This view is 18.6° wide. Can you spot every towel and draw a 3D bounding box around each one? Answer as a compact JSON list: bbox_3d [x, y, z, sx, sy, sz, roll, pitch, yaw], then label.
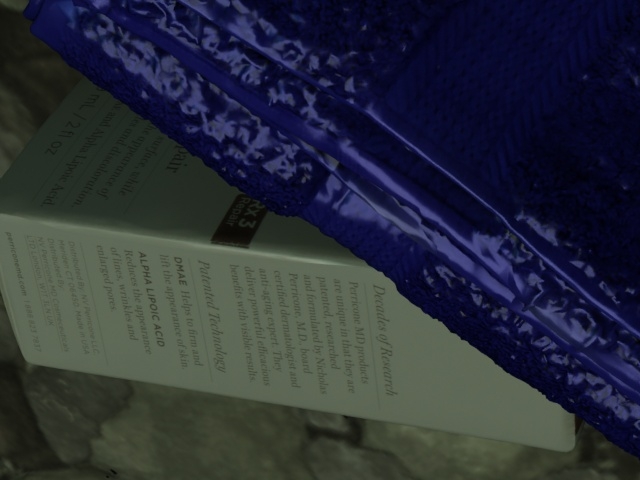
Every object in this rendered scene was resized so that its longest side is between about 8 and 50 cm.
[{"bbox_3d":[0.091,-0.071,0.617,0.308,0.076,0.228,36,92,-6],"label":"towel"}]

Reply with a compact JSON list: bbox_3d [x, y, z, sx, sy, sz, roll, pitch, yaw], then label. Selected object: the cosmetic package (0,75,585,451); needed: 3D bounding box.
[{"bbox_3d":[0.000,0.000,0.761,0.231,0.117,0.085,6,129,19],"label":"cosmetic package"}]
